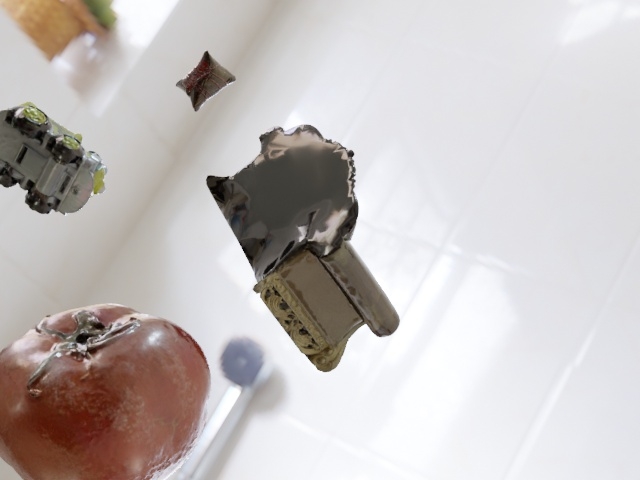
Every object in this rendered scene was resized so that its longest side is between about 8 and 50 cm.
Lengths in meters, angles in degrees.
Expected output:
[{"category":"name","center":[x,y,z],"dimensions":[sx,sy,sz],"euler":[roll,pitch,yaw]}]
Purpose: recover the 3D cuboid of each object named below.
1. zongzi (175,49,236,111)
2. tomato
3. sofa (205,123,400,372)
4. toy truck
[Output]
[{"category":"zongzi","center":[-0.170,-0.216,2.046],"dimensions":[0.083,0.073,0.067],"euler":[-29,-44,20]},{"category":"tomato","center":[-0.229,0.172,1.458],"dimensions":[0.232,0.232,0.189],"euler":[13,-62,45]},{"category":"sofa","center":[0.000,0.000,1.768],"dimensions":[0.200,0.182,0.258],"euler":[57,3,-42]},{"category":"toy truck","center":[-0.239,-0.074,1.277],"dimensions":[0.111,0.076,0.077],"euler":[35,26,2]}]
